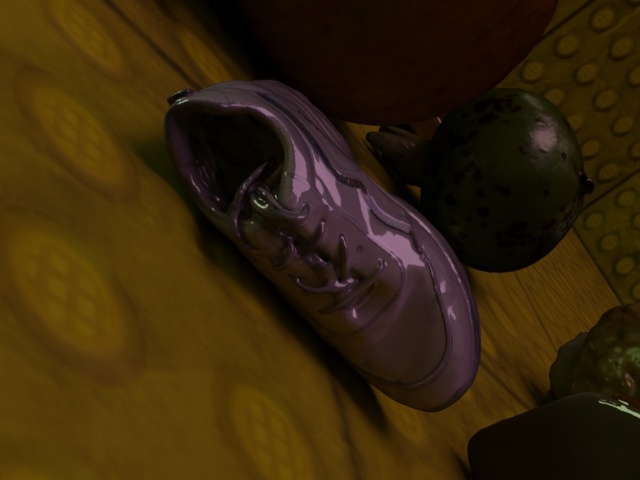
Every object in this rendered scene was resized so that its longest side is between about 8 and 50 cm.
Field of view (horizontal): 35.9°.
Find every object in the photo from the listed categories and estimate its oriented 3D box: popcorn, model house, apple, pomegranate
[{"bbox_3d":[0.357,0.162,1.053,0.221,0.204,0.184,16,10,-36],"label":"popcorn"},{"bbox_3d":[0.248,0.210,0.668,0.229,0.199,0.219,29,41,-48],"label":"model house"},{"bbox_3d":[0.070,-0.320,0.966,0.400,0.333,0.400,62,11,-20],"label":"apple"},{"bbox_3d":[0.182,-0.075,1.136,0.263,0.211,0.211,11,-1,23],"label":"pomegranate"}]

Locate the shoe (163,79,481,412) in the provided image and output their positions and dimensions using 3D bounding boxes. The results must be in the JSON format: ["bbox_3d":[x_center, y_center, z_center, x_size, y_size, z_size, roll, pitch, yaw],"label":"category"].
[{"bbox_3d":[0.000,0.000,0.582,0.245,0.095,0.137,52,18,10],"label":"shoe"}]

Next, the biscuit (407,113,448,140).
[{"bbox_3d":[0.210,-0.145,1.561,0.365,0.062,0.385,59,16,13],"label":"biscuit"}]
